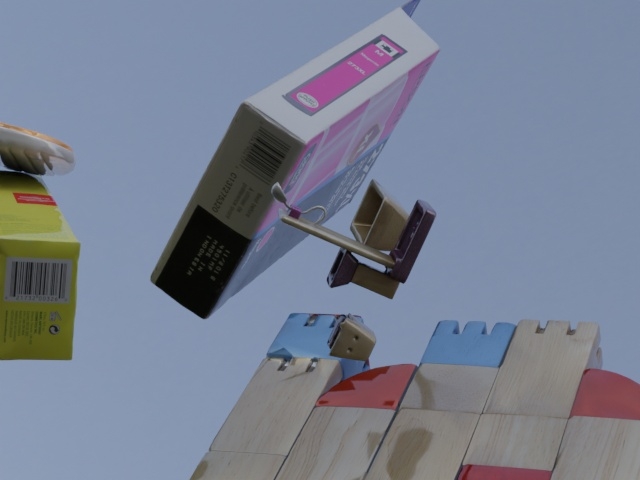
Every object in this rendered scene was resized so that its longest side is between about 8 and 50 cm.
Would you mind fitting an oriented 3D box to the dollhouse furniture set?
[{"bbox_3d":[0.000,0.000,0.918,0.081,0.114,0.091,23,-81,-9],"label":"dollhouse furniture set"}]

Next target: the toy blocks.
[{"bbox_3d":[0.090,0.141,0.922,0.381,0.261,0.190,2,-60,20],"label":"toy blocks"}]

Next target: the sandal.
[{"bbox_3d":[-0.285,-0.106,1.293,0.265,0.102,0.076,12,-102,28],"label":"sandal"}]

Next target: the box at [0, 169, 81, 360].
[{"bbox_3d":[-0.213,0.012,1.185,0.232,0.058,0.087,-140,-126,-71],"label":"box"}]

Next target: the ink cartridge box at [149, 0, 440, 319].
[{"bbox_3d":[0.000,-0.080,1.382,0.069,0.371,0.175,34,-60,7],"label":"ink cartridge box"}]
